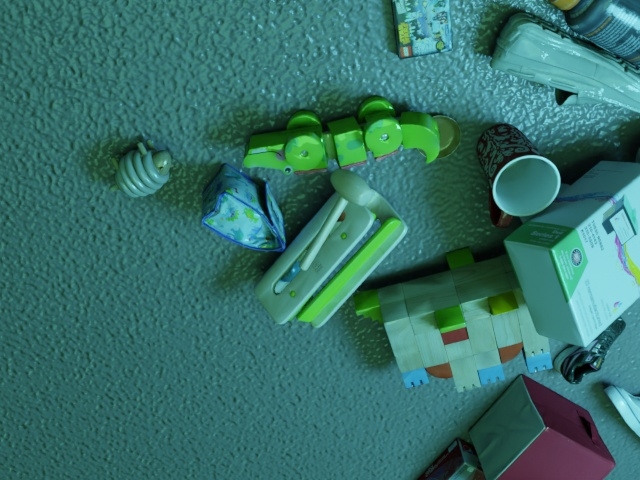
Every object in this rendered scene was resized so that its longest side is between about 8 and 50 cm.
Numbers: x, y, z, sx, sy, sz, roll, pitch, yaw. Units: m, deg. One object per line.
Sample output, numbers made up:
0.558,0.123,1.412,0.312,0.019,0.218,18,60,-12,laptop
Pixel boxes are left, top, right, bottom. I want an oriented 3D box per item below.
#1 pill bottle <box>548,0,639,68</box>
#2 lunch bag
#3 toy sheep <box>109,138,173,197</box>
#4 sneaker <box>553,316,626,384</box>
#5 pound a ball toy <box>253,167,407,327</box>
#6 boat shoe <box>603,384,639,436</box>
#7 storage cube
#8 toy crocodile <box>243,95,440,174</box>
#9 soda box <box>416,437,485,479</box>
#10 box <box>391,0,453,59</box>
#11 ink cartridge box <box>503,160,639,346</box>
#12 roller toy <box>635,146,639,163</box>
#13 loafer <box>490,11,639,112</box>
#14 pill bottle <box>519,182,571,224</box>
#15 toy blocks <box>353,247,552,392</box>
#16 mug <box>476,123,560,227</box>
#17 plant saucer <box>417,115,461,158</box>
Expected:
0.491,-0.373,1.484,0.246,0.130,0.130,23,114,-17,pill bottle
-0.126,-0.050,1.602,0.151,0.128,0.096,33,111,-20,lunch bag
-0.312,-0.118,1.575,0.132,0.091,0.091,-25,119,24,toy sheep
0.558,0.226,1.850,0.072,0.077,0.178,28,112,-20,sneaker
0.000,0.000,1.619,0.319,0.135,0.208,-50,148,20,pound a ball toy
0.695,0.370,1.943,0.084,0.095,0.258,-41,125,12,boat shoe
0.452,0.432,1.891,0.193,0.183,0.215,30,112,-19,storage cube
0.036,-0.166,1.562,0.341,0.115,0.105,-10,120,0,toy crocodile
0.259,0.561,2.000,0.092,0.083,0.263,31,112,-19,soda box
0.167,-0.375,1.511,0.094,0.027,0.137,-10,119,1,box
0.472,0.016,1.568,0.278,0.117,0.201,-35,115,-25,ink cartridge box
0.662,-0.107,1.614,0.146,0.209,0.191,-21,130,4,roller toy
0.441,-0.278,1.551,0.320,0.112,0.111,23,119,-9,loafer
0.457,-0.003,1.694,0.112,0.112,0.186,-31,117,11,pill bottle
0.282,0.178,1.758,0.382,0.190,0.260,-15,129,6,toy blocks
0.321,-0.118,1.586,0.113,0.169,0.150,38,110,-23,mug
0.208,-0.186,1.625,0.084,0.015,0.083,-2,119,-4,plant saucer
